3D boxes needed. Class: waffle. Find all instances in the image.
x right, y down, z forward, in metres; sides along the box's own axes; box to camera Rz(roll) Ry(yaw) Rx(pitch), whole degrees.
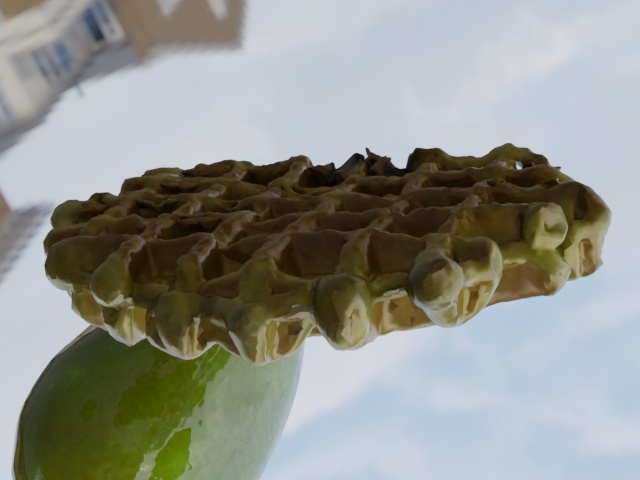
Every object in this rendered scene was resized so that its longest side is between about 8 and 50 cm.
[{"bbox_3d":[0.000,0.002,1.005,0.283,0.065,0.309,-15,-160,-25],"label":"waffle"}]

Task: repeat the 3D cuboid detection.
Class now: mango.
[{"bbox_3d":[-0.101,0.116,1.344,0.149,0.185,0.273,17,-131,33],"label":"mango"}]
